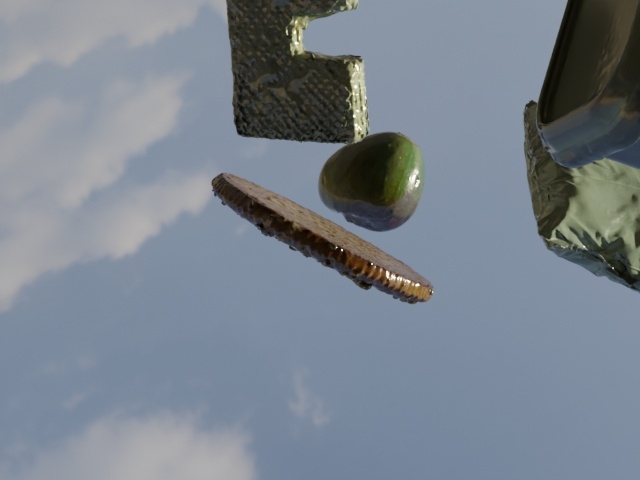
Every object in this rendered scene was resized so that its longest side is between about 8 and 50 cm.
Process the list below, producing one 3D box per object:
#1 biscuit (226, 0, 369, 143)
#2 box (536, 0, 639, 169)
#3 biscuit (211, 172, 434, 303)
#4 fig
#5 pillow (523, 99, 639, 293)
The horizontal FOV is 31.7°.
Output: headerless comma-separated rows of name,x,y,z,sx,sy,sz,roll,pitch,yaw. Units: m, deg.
biscuit,-0.026,-0.217,1.118,0.147,0.250,0.046,9,-157,28
box,0.260,-0.155,0.686,0.178,0.138,0.274,19,-100,-9
biscuit,0.000,0.000,1.375,0.305,0.305,0.038,33,-83,44
fig,0.099,-0.108,2.008,0.191,0.181,0.181,-49,-140,9
pillow,0.419,-0.066,1.685,0.283,0.138,0.310,20,-136,-23
